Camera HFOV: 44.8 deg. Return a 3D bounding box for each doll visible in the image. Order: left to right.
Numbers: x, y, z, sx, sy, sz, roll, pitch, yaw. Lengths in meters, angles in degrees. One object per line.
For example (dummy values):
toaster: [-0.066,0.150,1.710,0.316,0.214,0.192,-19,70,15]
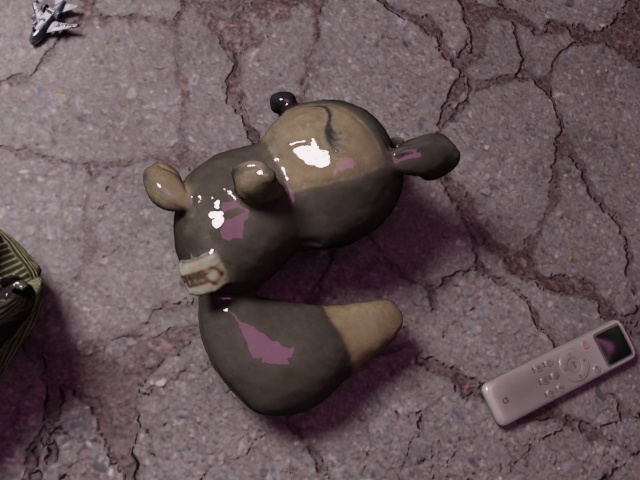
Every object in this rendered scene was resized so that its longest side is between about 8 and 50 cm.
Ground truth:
doll: [-0.011,-0.003,1.029,0.382,0.252,0.379,-19,112,-16]

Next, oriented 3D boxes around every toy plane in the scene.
toy plane: [-0.378,-0.306,1.080,0.078,0.031,0.083,29,66,11]

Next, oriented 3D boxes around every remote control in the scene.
remote control: [0.354,0.191,1.138,0.261,0.029,0.067,-21,81,-20]

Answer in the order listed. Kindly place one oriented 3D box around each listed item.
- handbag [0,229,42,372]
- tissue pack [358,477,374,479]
handbag: [-0.473,0.092,0.835,0.247,0.240,0.340,47,68,-4]
tissue pack: [0.116,0.445,0.974,0.263,0.089,0.177,34,68,-1]
